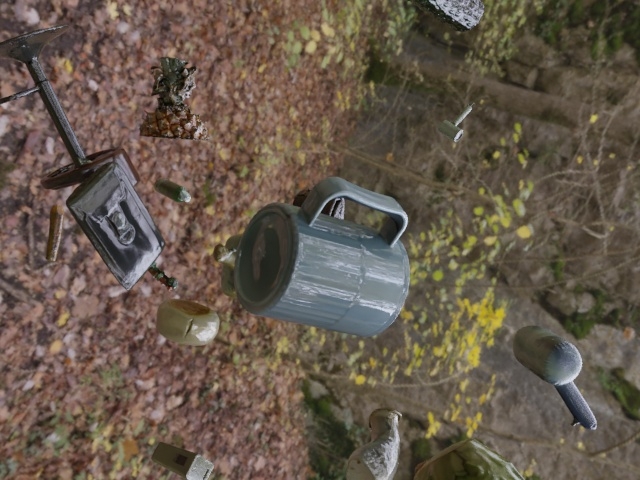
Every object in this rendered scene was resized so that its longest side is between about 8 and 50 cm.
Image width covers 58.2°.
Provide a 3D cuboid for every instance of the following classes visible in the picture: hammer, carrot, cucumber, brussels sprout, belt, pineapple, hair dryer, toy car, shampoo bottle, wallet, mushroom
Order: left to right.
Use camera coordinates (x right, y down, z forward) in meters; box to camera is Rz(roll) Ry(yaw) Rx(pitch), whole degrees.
[{"bbox_3d":[-0.800,-0.020,1.726,0.042,0.042,0.171,17,81,-81],"label":"carrot"},{"bbox_3d":[-0.422,-0.030,1.220,0.169,0.052,0.245,-66,143,-45],"label":"wallet"},{"bbox_3d":[-0.595,0.130,2.141,0.054,0.143,0.073,-49,-179,-15],"label":"toy car"},{"bbox_3d":[-0.535,-0.180,2.090,0.065,0.204,0.065,-18,119,-37],"label":"shampoo bottle"},{"bbox_3d":[-0.500,-0.488,1.977,0.262,0.262,0.272,-36,131,-72],"label":"pineapple"},{"bbox_3d":[-0.261,0.057,1.700,0.305,0.113,0.202,68,22,-75],"label":"hammer"},{"bbox_3d":[0.000,0.000,1.638,0.184,0.164,0.289,-55,153,-59],"label":"belt"},{"bbox_3d":[0.117,0.414,1.146,0.223,0.092,0.081,-42,157,-61],"label":"mushroom"},{"bbox_3d":[0.150,-0.389,0.867,0.293,0.067,0.068,4,113,-46],"label":"cucumber"},{"bbox_3d":[0.383,-0.330,1.571,0.124,0.063,0.038,-47,153,-6],"label":"hair dryer"},{"bbox_3d":[0.364,0.625,1.230,0.314,0.371,0.276,-24,157,-47],"label":"brussels sprout"},{"bbox_3d":[0.380,0.225,0.897,0.069,0.194,0.116,-35,-166,-4],"label":"hammer"}]

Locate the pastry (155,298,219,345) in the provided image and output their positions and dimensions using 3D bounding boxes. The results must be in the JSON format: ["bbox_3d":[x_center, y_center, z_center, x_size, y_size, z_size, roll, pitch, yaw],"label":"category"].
[{"bbox_3d":[-0.325,0.201,1.396,0.156,0.156,0.092,-4,108,-80],"label":"pastry"}]

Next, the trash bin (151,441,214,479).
[{"bbox_3d":[-0.246,0.394,1.017,0.043,0.092,0.061,-65,144,-28],"label":"trash bin"}]

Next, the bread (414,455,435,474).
[{"bbox_3d":[0.310,0.560,1.450,0.157,0.044,0.052,-26,178,-2],"label":"bread"}]

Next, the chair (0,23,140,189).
[{"bbox_3d":[-0.617,-0.282,1.375,0.226,0.226,0.401,-53,128,-54],"label":"chair"}]

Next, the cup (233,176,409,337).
[{"bbox_3d":[0.018,0.055,1.246,0.331,0.311,0.257,-30,-126,44],"label":"cup"}]
